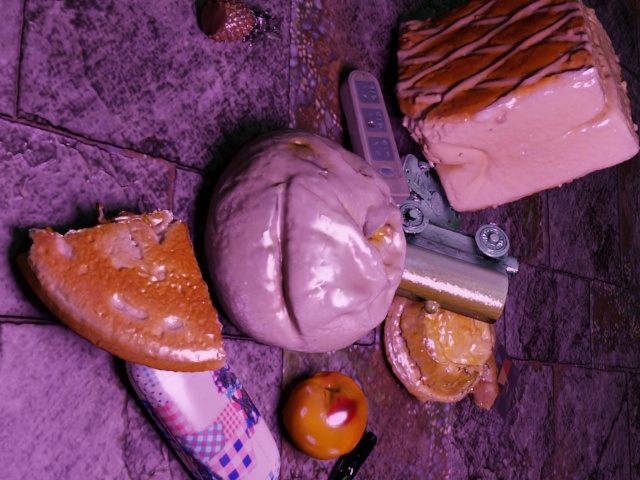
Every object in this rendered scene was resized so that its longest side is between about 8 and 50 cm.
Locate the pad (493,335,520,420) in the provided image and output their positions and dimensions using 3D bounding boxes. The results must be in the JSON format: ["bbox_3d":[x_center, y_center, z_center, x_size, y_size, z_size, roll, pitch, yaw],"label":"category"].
[{"bbox_3d":[0.392,0.290,1.845,0.211,0.003,0.143,54,48,-30],"label":"pad"}]

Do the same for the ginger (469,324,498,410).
[{"bbox_3d":[0.327,0.256,1.716,0.115,0.081,0.205,9,78,-58],"label":"ginger"}]

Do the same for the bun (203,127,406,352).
[{"bbox_3d":[0.000,0.000,1.265,0.365,0.219,0.365,16,69,-46],"label":"bun"}]

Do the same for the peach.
[{"bbox_3d":[0.009,0.282,1.303,0.138,0.138,0.138,10,76,-48],"label":"peach"}]

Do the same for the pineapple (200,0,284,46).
[{"bbox_3d":[-0.117,-0.345,1.298,0.159,0.074,0.074,-8,91,-53],"label":"pineapple"}]

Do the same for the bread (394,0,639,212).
[{"bbox_3d":[0.371,-0.295,1.574,0.279,0.390,0.371,50,34,-41],"label":"bread"}]

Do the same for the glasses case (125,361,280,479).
[{"bbox_3d":[-0.159,0.246,1.145,0.125,0.076,0.327,-51,121,-42],"label":"glasses case"}]

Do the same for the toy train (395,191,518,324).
[{"bbox_3d":[0.219,0.037,1.500,0.307,0.126,0.189,18,52,-6],"label":"toy train"}]

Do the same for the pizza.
[{"bbox_3d":[-0.237,0.049,1.052,0.289,0.081,0.229,28,52,-14],"label":"pizza"}]

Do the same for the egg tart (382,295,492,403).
[{"bbox_3d":[0.252,0.184,1.579,0.290,0.107,0.291,8,75,-33],"label":"egg tart"}]

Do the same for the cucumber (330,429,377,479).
[{"bbox_3d":[0.047,0.389,1.395,0.043,0.039,0.163,48,46,-6],"label":"cucumber"}]

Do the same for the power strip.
[{"bbox_3d":[0.093,-0.188,1.482,0.080,0.048,0.286,1,66,-31],"label":"power strip"}]

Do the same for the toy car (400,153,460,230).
[{"bbox_3d":[0.204,-0.072,1.624,0.224,0.076,0.090,47,47,-37],"label":"toy car"}]
